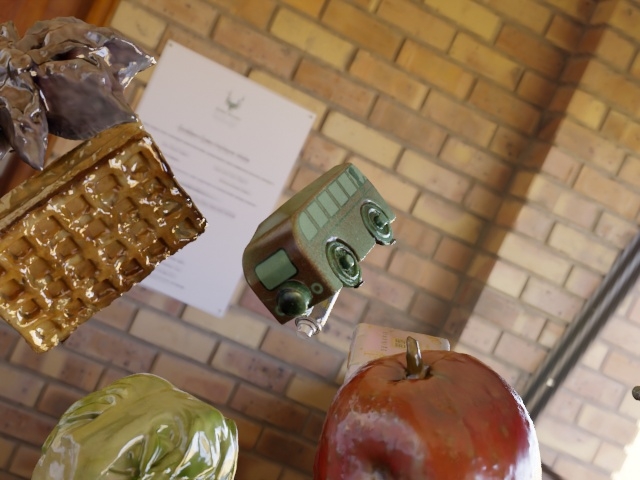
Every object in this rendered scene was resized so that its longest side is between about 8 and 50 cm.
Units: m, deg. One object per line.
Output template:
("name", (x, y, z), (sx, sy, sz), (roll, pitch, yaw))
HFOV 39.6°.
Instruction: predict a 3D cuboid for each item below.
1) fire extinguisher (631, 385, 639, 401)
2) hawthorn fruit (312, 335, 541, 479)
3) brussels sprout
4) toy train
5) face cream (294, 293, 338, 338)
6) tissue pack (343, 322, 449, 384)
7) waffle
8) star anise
("fire extinguisher", (0.527, 0.219, 1.109), (0.337, 0.106, 0.147), (13, -9, -22))
("hawthorn fruit", (0.121, 0.250, 1.025), (0.275, 0.299, 0.275), (-6, 15, 1))
("brussels sprout", (-0.281, 0.363, 1.407), (0.328, 0.328, 0.247), (24, -17, -35))
("toy train", (0.000, 0.000, 1.325), (0.159, 0.129, 0.326), (51, 32, -6))
("face cream", (0.007, 0.132, 2.236), (0.073, 0.283, 0.073), (16, -40, 14))
("tissue pack", (0.137, 0.244, 1.599), (0.185, 0.124, 0.225), (12, 13, 3))
("waffle", (-0.324, -0.010, 1.221), (0.091, 0.308, 0.213), (44, -13, 44))
("star anise", (-0.353, -0.178, 1.035), (0.332, 0.332, 0.117), (26, -38, 31))
